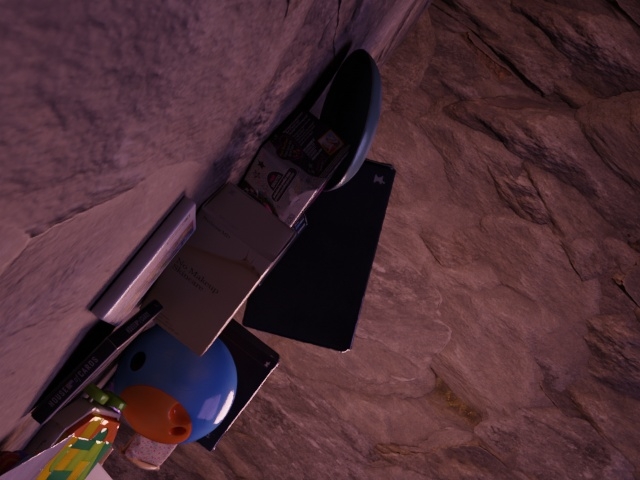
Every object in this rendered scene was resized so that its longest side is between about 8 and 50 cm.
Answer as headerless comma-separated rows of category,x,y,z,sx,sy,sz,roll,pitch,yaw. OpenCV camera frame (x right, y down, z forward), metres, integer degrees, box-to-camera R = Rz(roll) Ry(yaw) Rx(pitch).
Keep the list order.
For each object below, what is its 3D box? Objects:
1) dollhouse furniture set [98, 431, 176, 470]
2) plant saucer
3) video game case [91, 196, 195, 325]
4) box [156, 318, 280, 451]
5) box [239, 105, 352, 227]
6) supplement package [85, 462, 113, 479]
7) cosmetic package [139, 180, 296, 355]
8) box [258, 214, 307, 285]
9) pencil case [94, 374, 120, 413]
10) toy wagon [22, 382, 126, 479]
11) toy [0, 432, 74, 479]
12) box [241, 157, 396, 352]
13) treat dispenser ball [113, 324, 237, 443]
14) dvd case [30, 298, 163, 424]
dollhouse furniture set,-0.522,0.635,1.961,0.303,0.355,0.174,-51,-150,11
plant saucer,0.061,-0.259,1.505,0.317,0.043,0.318,-168,-90,-70
video game case,-0.253,0.036,1.007,0.201,0.023,0.183,-54,-178,-14
box,-0.342,0.361,1.965,0.312,0.343,0.179,-52,-179,-2
box,-0.072,-0.126,1.429,0.163,0.142,0.247,-52,180,-38
supplement package,-0.624,0.671,1.622,0.262,0.199,0.198,-39,-179,-7
cosmetic package,-0.197,0.059,1.270,0.309,0.160,0.113,-52,-179,38
box,-0.159,-0.002,1.560,0.220,0.175,0.051,-54,143,-39
pencil case,-0.549,0.430,1.803,0.206,0.088,0.086,-54,176,-15
toy wagon,-0.509,0.434,1.417,0.267,0.068,0.344,-53,165,-14
toy,-0.478,0.356,1.013,0.137,0.056,0.237,-49,178,6
box,0.000,0.000,1.891,0.472,0.297,0.480,-95,-162,-86
treat dispenser ball,-0.344,0.338,1.632,0.288,0.288,0.288,-52,-178,3
dvd case,-0.361,0.193,1.134,0.179,0.029,0.239,-44,-176,9
